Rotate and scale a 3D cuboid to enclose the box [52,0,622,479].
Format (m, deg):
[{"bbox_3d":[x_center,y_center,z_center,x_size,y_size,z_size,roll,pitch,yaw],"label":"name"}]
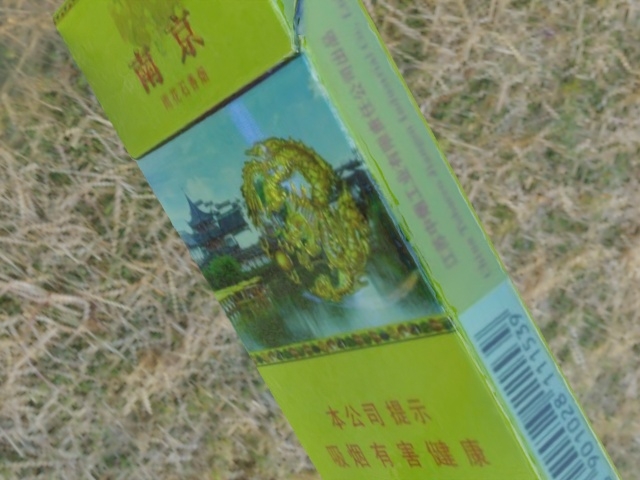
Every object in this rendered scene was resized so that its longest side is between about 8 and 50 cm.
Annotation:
[{"bbox_3d":[0.000,0.000,0.531,0.047,0.187,0.335,-33,97,-31],"label":"box"}]
